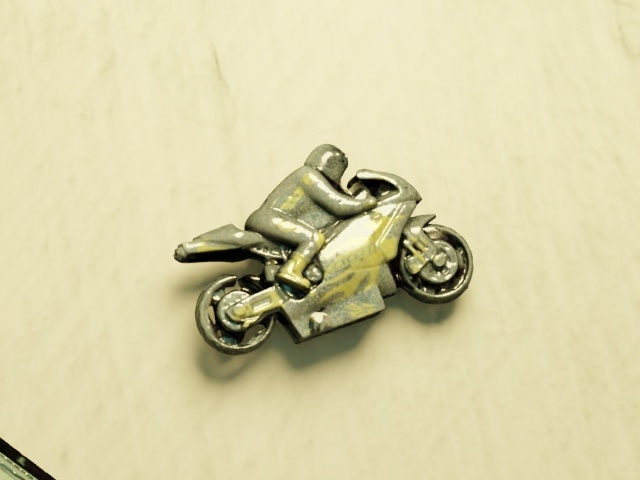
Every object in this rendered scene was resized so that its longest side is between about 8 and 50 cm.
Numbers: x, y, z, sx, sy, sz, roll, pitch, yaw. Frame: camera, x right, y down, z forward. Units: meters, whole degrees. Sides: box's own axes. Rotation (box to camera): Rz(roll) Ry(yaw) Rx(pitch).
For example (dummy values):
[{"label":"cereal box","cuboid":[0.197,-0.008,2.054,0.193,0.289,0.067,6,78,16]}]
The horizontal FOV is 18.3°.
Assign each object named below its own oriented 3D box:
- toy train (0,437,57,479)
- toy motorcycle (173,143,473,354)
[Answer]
[{"label":"toy train","cuboid":[-0.243,0.130,1.266,0.252,0.055,0.048,37,87,2]},{"label":"toy motorcycle","cuboid":[0.000,0.000,1.310,0.193,0.061,0.124,-14,83,-11]}]
